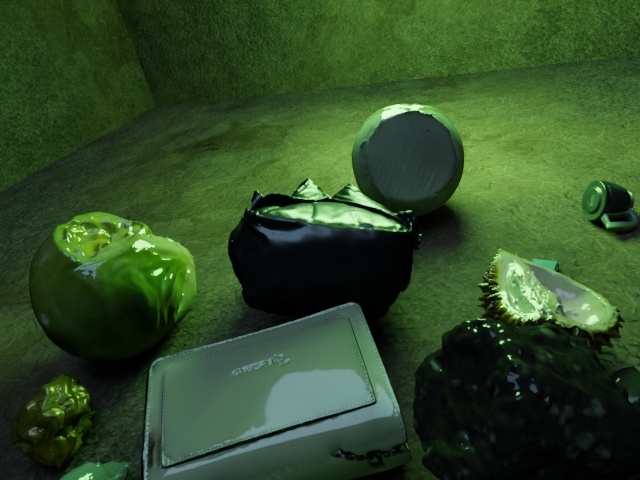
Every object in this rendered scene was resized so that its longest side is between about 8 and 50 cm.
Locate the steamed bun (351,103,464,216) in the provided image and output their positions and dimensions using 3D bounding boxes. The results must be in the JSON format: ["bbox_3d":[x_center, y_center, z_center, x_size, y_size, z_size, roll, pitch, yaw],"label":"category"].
[{"bbox_3d":[0.227,-0.207,1.280,0.309,0.310,0.309,-10,31,6],"label":"steamed bun"}]

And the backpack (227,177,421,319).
[{"bbox_3d":[0.000,0.000,1.007,0.362,0.255,0.446,5,7,-6],"label":"backpack"}]

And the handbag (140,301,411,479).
[{"bbox_3d":[-0.067,0.266,0.725,0.358,0.160,0.237,-16,36,-2],"label":"handbag"}]

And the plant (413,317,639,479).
[{"bbox_3d":[0.294,0.231,0.607,0.312,0.213,0.215,20,27,-20],"label":"plant"}]

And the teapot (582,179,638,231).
[{"bbox_3d":[0.661,-0.073,1.090,0.090,0.124,0.092,4,-10,-1],"label":"teapot"}]

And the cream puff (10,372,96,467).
[{"bbox_3d":[-0.454,0.315,0.841,0.116,0.146,0.146,33,40,0],"label":"cream puff"}]

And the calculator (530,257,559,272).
[{"bbox_3d":[0.430,0.089,0.952,0.057,0.018,0.172,10,38,32],"label":"calculator"}]

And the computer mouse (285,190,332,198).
[{"bbox_3d":[-0.054,-0.116,1.427,0.228,0.069,0.113,8,35,31],"label":"computer mouse"}]

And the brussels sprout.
[{"bbox_3d":[-0.420,0.092,1.008,0.268,0.344,0.344,-3,30,42],"label":"brussels sprout"}]

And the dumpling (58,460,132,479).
[{"bbox_3d":[-0.363,0.402,0.685,0.108,0.153,0.219,49,34,11],"label":"dumpling"}]

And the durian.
[{"bbox_3d":[0.369,0.128,0.796,0.183,0.138,0.250,17,16,-12],"label":"durian"}]
